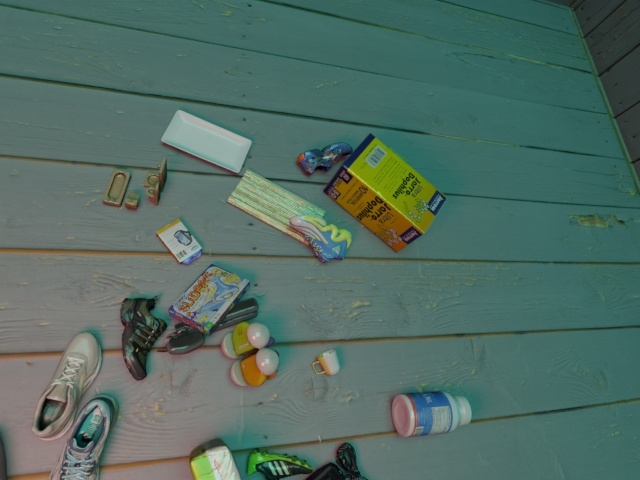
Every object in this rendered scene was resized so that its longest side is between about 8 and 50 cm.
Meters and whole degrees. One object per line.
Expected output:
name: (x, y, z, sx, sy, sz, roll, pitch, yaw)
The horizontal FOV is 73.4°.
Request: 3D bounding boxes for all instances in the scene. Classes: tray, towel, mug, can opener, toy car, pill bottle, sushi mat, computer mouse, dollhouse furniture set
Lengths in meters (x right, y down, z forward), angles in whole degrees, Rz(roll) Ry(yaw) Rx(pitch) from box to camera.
tray: (-0.383, -0.332, 1.462, 0.271, 0.030, 0.145, 22, 64, -11)
towel: (0.279, -0.297, 1.689, 0.110, 0.027, 0.148, 36, 62, -4)
mug: (0.024, 0.377, 1.316, 0.062, 0.078, 0.064, -19, 84, -59)
can opener: (-0.305, 0.247, 1.230, 0.281, 0.074, 0.093, -20, 61, -28)
toy car: (-0.181, 0.316, 1.224, 0.136, 0.159, 0.181, 0, 64, -57)
pill bottle: (0.344, 0.530, 1.324, 0.222, 0.124, 0.124, 4, 68, -20)
sushi mat: (-0.143, -0.114, 1.468, 0.317, 0.019, 0.151, 28, 62, -7)
computer mouse: (0.009, 0.702, 1.170, 0.272, 0.072, 0.188, -15, 72, -37)
dollhouse furniture set: (-0.555, -0.178, 1.284, 0.151, 0.123, 0.144, 14, 65, -14)

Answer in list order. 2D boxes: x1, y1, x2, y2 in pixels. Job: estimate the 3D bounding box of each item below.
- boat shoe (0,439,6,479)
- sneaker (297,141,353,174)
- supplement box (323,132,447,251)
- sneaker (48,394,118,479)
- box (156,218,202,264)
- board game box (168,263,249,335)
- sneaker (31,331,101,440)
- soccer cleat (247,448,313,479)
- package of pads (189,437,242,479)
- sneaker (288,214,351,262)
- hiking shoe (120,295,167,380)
boat shoe: (-0.744, 0.559, 0.940, 0.088, 0.096, 0.267, -7, 80, -27)
sneaker: (0.023, -0.297, 1.578, 0.221, 0.083, 0.087, -21, 91, -20)
supplement box: (0.225, -0.163, 1.520, 0.357, 0.194, 0.195, 39, 61, -1)
sneaker: (-0.567, 0.506, 1.004, 0.110, 0.122, 0.282, 14, 65, -14)
box: (-0.426, 0.009, 1.311, 0.081, 0.028, 0.136, -37, 87, -28)
board game box: (-0.314, 0.164, 1.230, 0.136, 0.035, 0.201, 22, 44, 13)
sneaker: (-0.616, 0.350, 1.051, 0.099, 0.121, 0.262, 16, 65, -14)
soccer cleat: (-0.110, 0.619, 1.166, 0.179, 0.060, 0.072, 15, 74, -7)
package of pads: (-0.221, 0.632, 1.020, 0.101, 0.229, 0.296, -18, 77, -22)
sneaker: (0.000, 0.000, 1.417, 0.240, 0.091, 0.126, 17, 70, -27)
hiking shoe: (-0.472, 0.257, 1.160, 0.114, 0.086, 0.226, -8, 71, -19)
